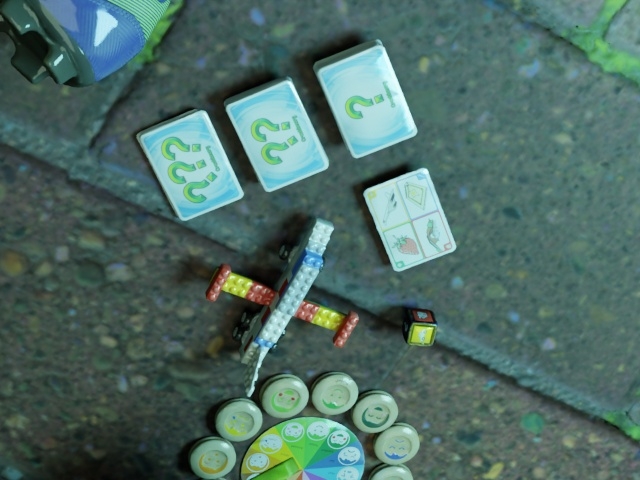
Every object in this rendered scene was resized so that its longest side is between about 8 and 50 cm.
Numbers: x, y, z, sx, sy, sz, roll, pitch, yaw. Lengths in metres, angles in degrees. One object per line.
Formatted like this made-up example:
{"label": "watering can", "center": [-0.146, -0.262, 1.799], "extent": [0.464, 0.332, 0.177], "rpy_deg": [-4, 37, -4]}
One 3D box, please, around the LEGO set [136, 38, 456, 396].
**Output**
{"label": "LEGO set", "center": [0.000, 0.000, 1.209], "extent": [0.182, 0.060, 0.244], "rpy_deg": [-21, 122, 4]}

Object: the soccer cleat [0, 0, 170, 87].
{"label": "soccer cleat", "center": [-0.193, -0.227, 1.032], "extent": [0.121, 0.093, 0.289], "rpy_deg": [-43, 119, -22]}

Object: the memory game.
{"label": "memory game", "center": [-0.014, 0.180, 1.332], "extent": [0.186, 0.012, 0.186], "rpy_deg": [-6, 121, -10]}

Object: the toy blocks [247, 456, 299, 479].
{"label": "toy blocks", "center": [-0.125, 0.359, 1.237], "extent": [0.381, 0.191, 0.261], "rpy_deg": [-29, 85, 4]}
